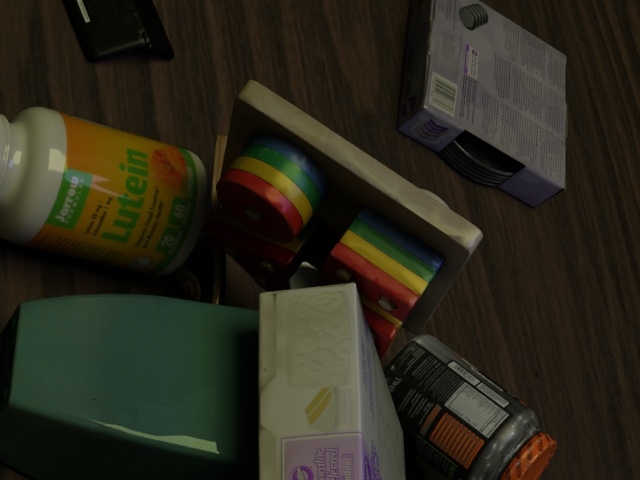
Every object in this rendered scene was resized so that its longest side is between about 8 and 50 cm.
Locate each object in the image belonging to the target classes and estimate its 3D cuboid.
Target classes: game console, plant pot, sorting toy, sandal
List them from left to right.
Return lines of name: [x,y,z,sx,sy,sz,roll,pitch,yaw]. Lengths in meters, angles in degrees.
game console: [-0.235,-0.258,1.720,0.107,0.071,0.122,-20,74,-15]
plant pot: [-0.186,0.148,1.393,0.234,0.166,0.165,15,54,-23]
sandal: [-0.137,-0.005,1.605,0.079,0.088,0.240,4,64,0]
sorting toy: [0.000,0.000,1.439,0.255,0.257,0.089,34,69,5]

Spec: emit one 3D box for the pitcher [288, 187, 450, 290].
pitcher: [0.045,0.008,1.718,0.178,0.125,0.207,43,53,12]

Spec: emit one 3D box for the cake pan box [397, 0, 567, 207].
cake pan box: [0.225,-0.200,2.032,0.245,0.070,0.267,25,50,-23]

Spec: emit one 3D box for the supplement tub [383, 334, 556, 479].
supplement tub: [0.154,0.199,1.630,0.190,0.117,0.117,37,39,21]

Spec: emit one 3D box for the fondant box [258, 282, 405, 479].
fondant box: [0.018,0.225,1.418,0.330,0.096,0.238,69,16,-56]

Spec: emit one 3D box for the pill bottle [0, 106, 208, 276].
pill bottle: [-0.247,-0.054,1.484,0.245,0.136,0.136,15,55,-33]

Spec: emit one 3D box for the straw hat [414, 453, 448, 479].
straw hat: [0.178,0.230,1.717,0.144,0.061,0.144,21,52,-30]
